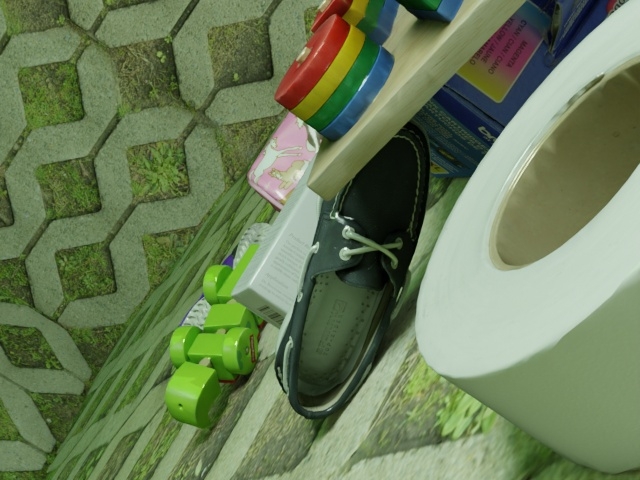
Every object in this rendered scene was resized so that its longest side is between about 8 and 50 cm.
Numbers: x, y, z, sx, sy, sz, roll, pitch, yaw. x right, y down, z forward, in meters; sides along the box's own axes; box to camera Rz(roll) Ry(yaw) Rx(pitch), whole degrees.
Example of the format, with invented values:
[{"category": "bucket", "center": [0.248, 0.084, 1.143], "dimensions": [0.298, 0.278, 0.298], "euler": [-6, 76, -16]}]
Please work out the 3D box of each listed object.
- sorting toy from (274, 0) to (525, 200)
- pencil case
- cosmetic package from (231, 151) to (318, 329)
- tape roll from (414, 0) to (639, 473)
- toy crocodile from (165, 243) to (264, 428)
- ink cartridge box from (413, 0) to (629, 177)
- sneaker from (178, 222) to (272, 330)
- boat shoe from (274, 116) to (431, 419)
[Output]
[{"category": "sorting toy", "center": [0.066, -0.203, 0.791], "dimensions": [0.257, 0.089, 0.255], "euler": [-44, 18, 36]}, {"category": "pencil case", "center": [0.064, -0.189, 1.313], "dimensions": [0.386, 0.167, 0.160], "euler": [-55, 7, 0]}, {"category": "cosmetic package", "center": [0.000, 0.000, 1.165], "dimensions": [0.231, 0.117, 0.085], "euler": [-59, 13, -21]}, {"category": "tape roll", "center": [0.178, -0.020, 0.526], "dimensions": [0.286, 0.100, 0.286], "euler": [-53, 11, 15]}, {"category": "toy crocodile", "center": [-0.128, 0.126, 1.395], "dimensions": [0.115, 0.105, 0.340], "euler": [-1, 39, 22]}, {"category": "ink cartridge box", "center": [0.193, -0.205, 0.884], "dimensions": [0.270, 0.151, 0.395], "euler": [-56, 13, -3]}, {"category": "sneaker", "center": [-0.155, 0.114, 1.555], "dimensions": [0.293, 0.102, 0.146], "euler": [-57, 6, -36]}, {"category": "boat shoe", "center": [0.037, 0.029, 0.887], "dimensions": [0.091, 0.114, 0.302], "euler": [-106, 29, -68]}]
